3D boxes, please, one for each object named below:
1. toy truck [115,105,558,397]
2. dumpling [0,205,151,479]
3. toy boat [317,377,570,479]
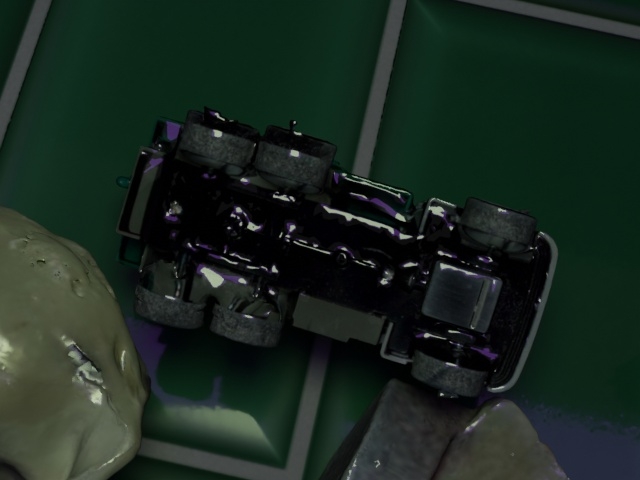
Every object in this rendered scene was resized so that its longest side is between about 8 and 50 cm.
[{"bbox_3d":[0.001,0.001,0.974,0.363,0.178,0.176,17,95,5],"label":"toy truck"},{"bbox_3d":[-0.269,0.107,0.956,0.318,0.187,0.243,41,111,20],"label":"dumpling"},{"bbox_3d":[0.096,0.253,0.934,0.293,0.111,0.276,20,73,-7],"label":"toy boat"}]
